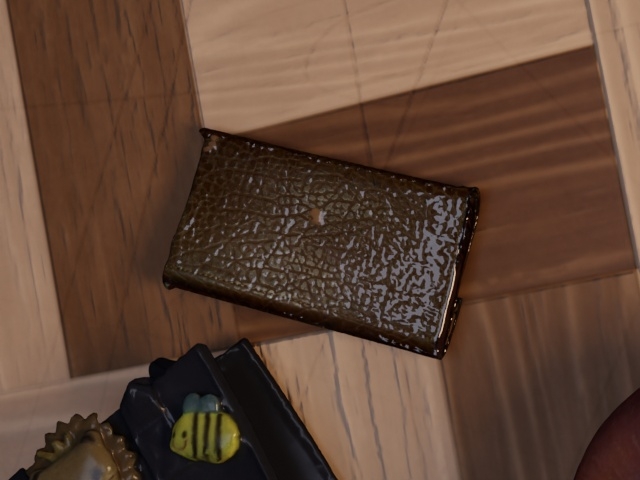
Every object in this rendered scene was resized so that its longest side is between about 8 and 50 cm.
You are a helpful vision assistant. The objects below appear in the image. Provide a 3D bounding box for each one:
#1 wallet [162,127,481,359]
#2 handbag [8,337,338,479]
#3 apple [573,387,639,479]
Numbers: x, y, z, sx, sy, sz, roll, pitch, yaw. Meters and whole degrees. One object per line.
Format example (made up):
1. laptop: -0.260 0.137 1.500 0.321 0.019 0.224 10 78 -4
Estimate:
1. wallet: 0.000 0.000 1.525 0.243 0.039 0.133 13 91 26
2. handbag: -0.114 0.273 1.545 0.303 0.122 0.329 -38 73 23
3. apple: 0.299 0.206 1.253 0.306 0.235 0.306 -49 30 42
